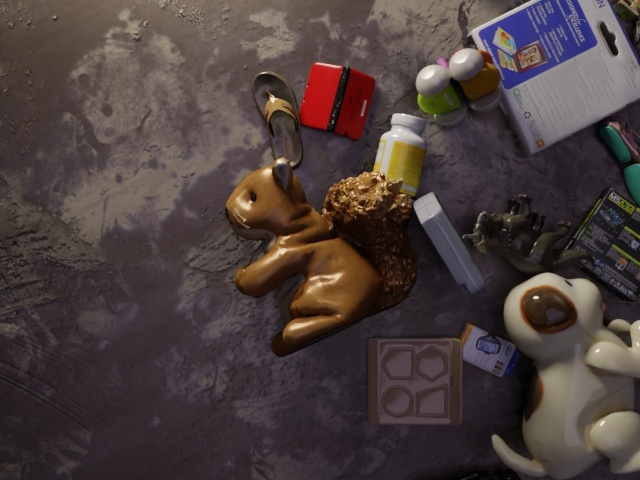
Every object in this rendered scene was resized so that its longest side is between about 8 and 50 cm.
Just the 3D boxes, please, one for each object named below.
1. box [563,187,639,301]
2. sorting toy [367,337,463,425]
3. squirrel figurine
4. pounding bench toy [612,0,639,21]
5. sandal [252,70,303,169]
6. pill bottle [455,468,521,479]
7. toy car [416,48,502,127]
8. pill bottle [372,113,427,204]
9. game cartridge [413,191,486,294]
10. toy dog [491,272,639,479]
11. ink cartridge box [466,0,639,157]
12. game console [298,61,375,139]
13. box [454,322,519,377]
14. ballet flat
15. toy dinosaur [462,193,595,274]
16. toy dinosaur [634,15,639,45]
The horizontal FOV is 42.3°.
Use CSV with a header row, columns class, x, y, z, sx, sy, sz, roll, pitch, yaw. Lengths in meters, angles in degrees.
class,x,y,z,sx,sy,sz,roll,pitch,yaw
box,0.666,0.010,1.846,0.190,0.045,0.184,34,86,-3
sorting toy,0.207,0.310,1.822,0.208,0.038,0.193,0,91,4
squirrel figurine,0.000,0.000,1.713,0.397,0.281,0.370,-23,81,-5
pounding bench toy,0.680,-0.541,1.831,0.083,0.052,0.065,37,88,-4
sandal,-0.090,-0.258,1.776,0.090,0.060,0.219,-10,94,4
pill bottle,0.329,0.571,1.784,0.219,0.123,0.123,-14,92,-16
toy car,0.290,-0.343,1.771,0.182,0.159,0.136,-24,48,20
pill bottle,0.171,-0.173,1.778,0.103,0.103,0.184,13,90,-4
game cartridge,0.259,-0.004,1.690,0.062,0.297,0.198,-27,94,9
toy dog,0.522,0.266,1.747,0.395,0.284,0.408,-17,90,8
ink cartridge box,0.524,-0.386,1.819,0.307,0.072,0.304,-26,91,-5
game console,0.036,-0.304,1.811,0.124,0.085,0.144,14,91,-35
box,0.370,0.247,1.838,0.136,0.028,0.081,26,89,-6
ballet flat,0.701,-0.181,1.836,0.079,0.077,0.221,-32,93,-22
toy dinosaur,0.444,0.004,1.791,0.313,0.121,0.160,31,80,-18
toy dinosaur,0.809,-0.493,1.801,0.218,0.164,0.322,12,112,12
